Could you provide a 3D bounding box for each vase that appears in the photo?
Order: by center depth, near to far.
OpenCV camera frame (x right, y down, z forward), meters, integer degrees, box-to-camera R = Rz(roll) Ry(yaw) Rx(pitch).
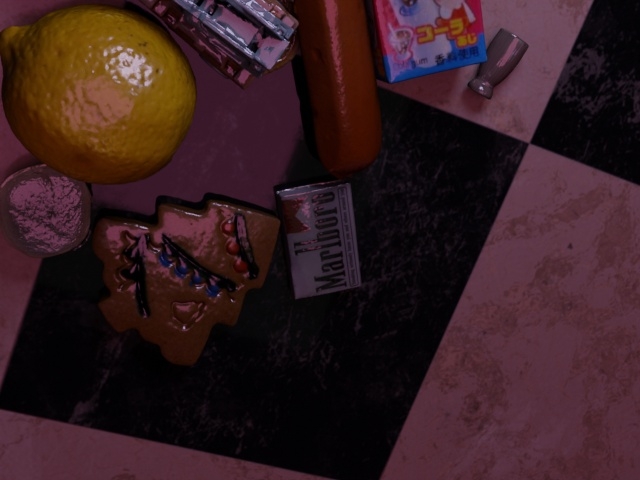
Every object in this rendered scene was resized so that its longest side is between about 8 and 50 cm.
[{"bbox_3d":[0.269,-0.268,1.305,0.053,0.053,0.100,27,104,-21],"label":"vase"}]

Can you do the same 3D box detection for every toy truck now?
[{"bbox_3d":[-0.187,-0.341,1.080,0.338,0.184,0.133,39,98,-14],"label":"toy truck"}]

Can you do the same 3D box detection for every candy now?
[{"bbox_3d":[0.132,-0.389,1.204,0.157,0.100,0.305,-14,110,-8],"label":"candy"}]

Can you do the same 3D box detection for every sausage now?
[{"bbox_3d":[0.028,-0.252,1.224,0.097,0.094,0.348,-23,114,-29],"label":"sausage"}]

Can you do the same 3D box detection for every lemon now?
[{"bbox_3d":[-0.289,-0.189,1.101,0.254,0.228,0.228,12,105,-14],"label":"lemon"}]

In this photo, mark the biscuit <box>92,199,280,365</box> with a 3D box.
[{"bbox_3d":[-0.196,0.039,1.299,0.301,0.043,0.278,-33,113,-1],"label":"biscuit"}]

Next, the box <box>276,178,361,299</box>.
[{"bbox_3d":[0.000,0.000,1.339,0.115,0.036,0.177,-12,111,-9],"label":"box"}]

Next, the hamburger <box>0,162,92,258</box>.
[{"bbox_3d":[-0.391,-0.043,1.214,0.133,0.062,0.140,-8,108,-15],"label":"hamburger"}]

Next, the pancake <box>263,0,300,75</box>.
[{"bbox_3d":[-0.094,-0.313,1.211,0.158,0.028,0.158,-3,106,-12],"label":"pancake"}]
